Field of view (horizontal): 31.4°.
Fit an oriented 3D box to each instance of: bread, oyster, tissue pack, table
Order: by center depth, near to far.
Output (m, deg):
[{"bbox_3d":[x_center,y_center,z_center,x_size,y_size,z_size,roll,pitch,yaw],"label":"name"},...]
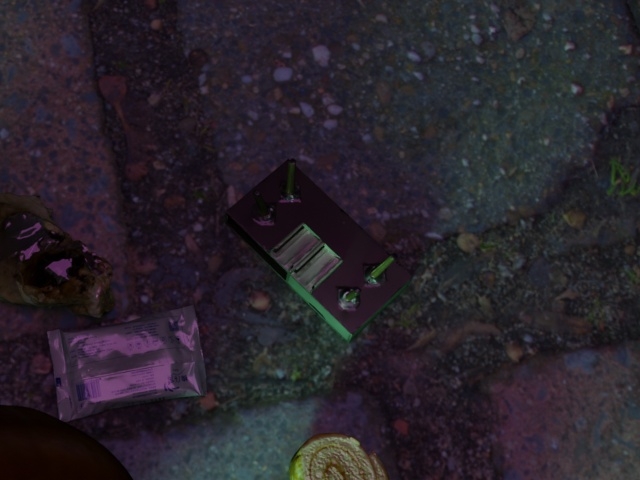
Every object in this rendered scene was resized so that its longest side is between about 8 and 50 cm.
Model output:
[{"bbox_3d":[0.029,0.313,1.413,0.122,0.073,0.149,-13,72,-18],"label":"bread"},{"bbox_3d":[-0.246,0.156,1.460,0.193,0.026,0.123,-9,70,-11],"label":"tissue pack"},{"bbox_3d":[-0.370,0.021,1.464,0.232,0.107,0.162,30,76,8],"label":"oyster"},{"bbox_3d":[0.000,0.000,1.511,0.240,0.111,0.121,43,70,10],"label":"table"}]

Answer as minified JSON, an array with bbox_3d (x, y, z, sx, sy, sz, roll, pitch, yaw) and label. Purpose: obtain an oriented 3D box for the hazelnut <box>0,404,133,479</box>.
[{"bbox_3d":[-0.364,0.336,1.215,0.365,0.366,0.366,3,68,-7],"label":"hazelnut"}]
